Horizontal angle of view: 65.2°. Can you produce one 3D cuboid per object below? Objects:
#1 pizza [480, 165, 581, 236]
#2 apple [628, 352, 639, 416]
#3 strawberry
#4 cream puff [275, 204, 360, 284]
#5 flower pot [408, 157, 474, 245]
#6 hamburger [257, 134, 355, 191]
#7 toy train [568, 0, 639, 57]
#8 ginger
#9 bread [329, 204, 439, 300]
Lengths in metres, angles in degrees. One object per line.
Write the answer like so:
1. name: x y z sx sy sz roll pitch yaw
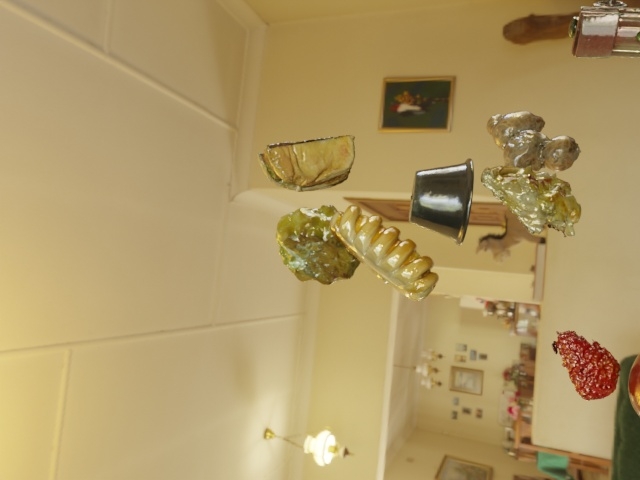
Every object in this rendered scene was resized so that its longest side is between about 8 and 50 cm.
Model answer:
1. pizza: 0.567 -0.115 1.288 0.089 0.323 0.223 -58 39 40
2. apple: 0.811 0.328 1.081 0.216 0.260 0.260 -60 -28 -13
3. strawberry: 0.639 0.295 1.191 0.188 0.082 0.121 50 -122 -9
4. cream puff: -0.002 0.000 1.508 0.282 0.282 0.185 72 -159 -44
5. flower pot: 0.316 -0.111 1.342 0.235 0.148 0.235 8 -90 -82
6. hamburger: -0.020 -0.186 1.241 0.262 0.124 0.131 -13 -92 -25
7. toy train: 0.775 -0.511 1.229 0.221 0.304 0.150 -48 -37 -51
8. ginger: 0.775 -0.374 1.902 0.176 0.256 0.375 56 -173 -47
9. bread: 0.160 0.023 1.252 0.121 0.311 0.173 -49 -12 -4
